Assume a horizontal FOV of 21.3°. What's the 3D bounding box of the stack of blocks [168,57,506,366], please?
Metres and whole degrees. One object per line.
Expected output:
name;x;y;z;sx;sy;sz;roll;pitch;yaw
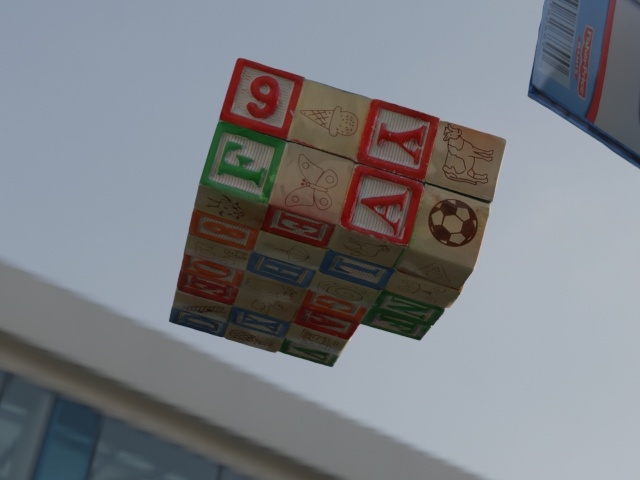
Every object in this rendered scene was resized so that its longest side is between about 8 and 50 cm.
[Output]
stack of blocks;0.000;0.000;1.132;0.171;0.087;0.297;17;-20;-3

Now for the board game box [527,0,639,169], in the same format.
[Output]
board game box;0.094;-0.076;0.276;0.039;0.211;0.160;5;-74;-12
